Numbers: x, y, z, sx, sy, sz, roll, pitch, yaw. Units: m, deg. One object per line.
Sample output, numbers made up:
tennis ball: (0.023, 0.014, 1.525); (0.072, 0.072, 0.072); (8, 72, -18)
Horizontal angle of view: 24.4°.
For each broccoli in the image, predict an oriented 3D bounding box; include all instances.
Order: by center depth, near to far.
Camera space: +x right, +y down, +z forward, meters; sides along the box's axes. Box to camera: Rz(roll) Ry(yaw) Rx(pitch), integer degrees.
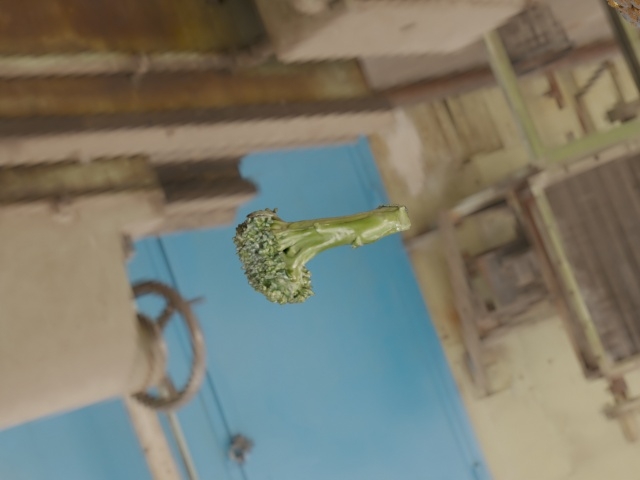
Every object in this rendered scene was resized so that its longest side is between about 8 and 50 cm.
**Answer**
broccoli: (0.001, 0.000, 1.644); (0.204, 0.122, 0.118); (-17, -168, 24)

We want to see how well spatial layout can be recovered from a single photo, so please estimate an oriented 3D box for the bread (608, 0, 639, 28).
bread: (0.489, -0.380, 1.969); (0.215, 0.398, 0.398); (-55, 167, 2)
